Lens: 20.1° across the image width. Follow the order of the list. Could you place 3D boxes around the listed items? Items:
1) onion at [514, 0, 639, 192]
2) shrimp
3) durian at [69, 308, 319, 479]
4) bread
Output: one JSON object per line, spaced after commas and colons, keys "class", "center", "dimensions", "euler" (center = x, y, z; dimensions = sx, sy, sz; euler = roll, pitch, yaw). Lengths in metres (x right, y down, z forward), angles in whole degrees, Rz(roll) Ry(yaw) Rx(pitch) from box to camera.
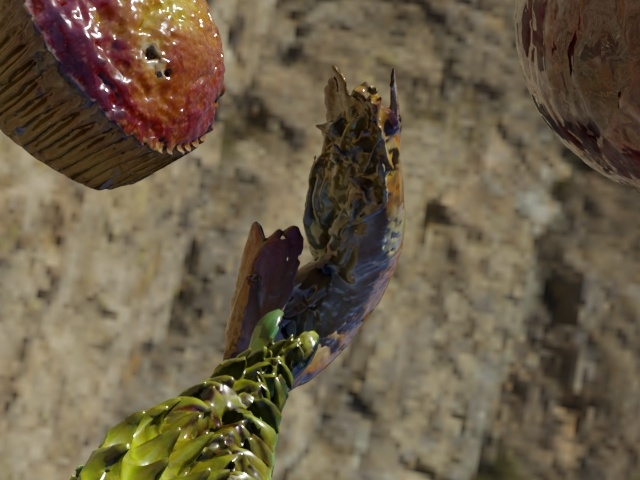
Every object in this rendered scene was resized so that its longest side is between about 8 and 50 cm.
{"class": "onion", "center": [0.122, -0.062, 0.368], "dimensions": [0.151, 0.206, 0.098], "euler": [44, 44, -22]}
{"class": "shrimp", "center": [0.000, 0.000, 1.057], "dimensions": [0.150, 0.068, 0.249], "euler": [-40, 152, -42]}
{"class": "durian", "center": [-0.076, 0.155, 0.746], "dimensions": [0.132, 0.106, 0.375], "euler": [-55, -169, 41]}
{"class": "bread", "center": [-0.066, -0.060, 0.568], "dimensions": [0.085, 0.053, 0.085], "euler": [27, 47, -33]}
